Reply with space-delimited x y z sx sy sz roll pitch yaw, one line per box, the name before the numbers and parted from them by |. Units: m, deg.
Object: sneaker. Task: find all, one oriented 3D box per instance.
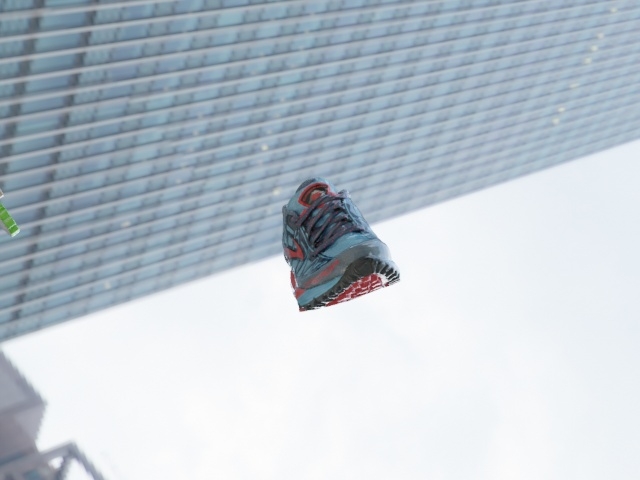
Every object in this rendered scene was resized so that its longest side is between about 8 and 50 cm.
sneaker | 0.000 0.000 1.311 0.262 0.104 0.125 -177 -112 -77

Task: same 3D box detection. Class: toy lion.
toy lion | -0.450 -0.051 1.761 0.100 0.034 0.096 41 -19 34
